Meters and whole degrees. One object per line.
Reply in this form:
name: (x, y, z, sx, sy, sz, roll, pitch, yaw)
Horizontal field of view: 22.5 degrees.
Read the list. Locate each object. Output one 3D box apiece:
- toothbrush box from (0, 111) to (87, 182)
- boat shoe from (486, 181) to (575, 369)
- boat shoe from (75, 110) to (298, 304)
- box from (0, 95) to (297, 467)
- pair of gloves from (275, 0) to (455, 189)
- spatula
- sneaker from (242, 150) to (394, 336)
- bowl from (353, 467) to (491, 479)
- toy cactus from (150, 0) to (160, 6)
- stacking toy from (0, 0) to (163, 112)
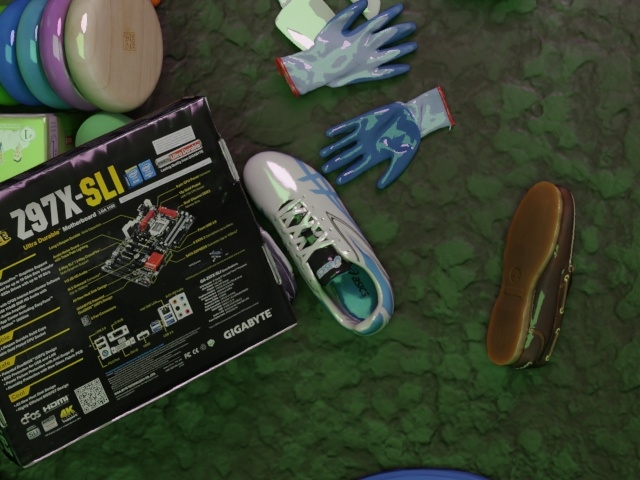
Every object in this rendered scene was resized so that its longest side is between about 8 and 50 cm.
toothbrush box: (-0.322, 0.005, 1.702, 0.122, 0.206, 0.283, -1, 96, 4)
boat shoe: (0.238, 0.039, 1.741, 0.073, 0.073, 0.207, 9, 102, -35)
boat shoe: (-0.138, -0.029, 1.738, 0.301, 0.102, 0.108, 45, 122, -6)
box: (-0.212, 0.037, 1.585, 0.322, 0.079, 0.257, -28, 104, -19)
pair of gloves: (0.052, -0.156, 1.745, 0.159, 0.023, 0.198, -25, 102, 1)
spatula: (-0.021, -0.325, 1.743, 0.168, 0.019, 0.242, -45, 91, 8)
sneaker: (0.000, 0.000, 1.741, 0.085, 0.086, 0.237, -37, 91, 8)
bowl: (0.113, 0.450, 1.782, 0.391, 0.077, 0.391, 0, 96, 3)
toy cactus: (-0.266, -0.306, 1.729, 0.180, 0.112, 0.219, -8, 105, 15)
stacking toy: (-0.334, -0.199, 1.687, 0.330, 0.141, 0.141, 0, 96, 30)
